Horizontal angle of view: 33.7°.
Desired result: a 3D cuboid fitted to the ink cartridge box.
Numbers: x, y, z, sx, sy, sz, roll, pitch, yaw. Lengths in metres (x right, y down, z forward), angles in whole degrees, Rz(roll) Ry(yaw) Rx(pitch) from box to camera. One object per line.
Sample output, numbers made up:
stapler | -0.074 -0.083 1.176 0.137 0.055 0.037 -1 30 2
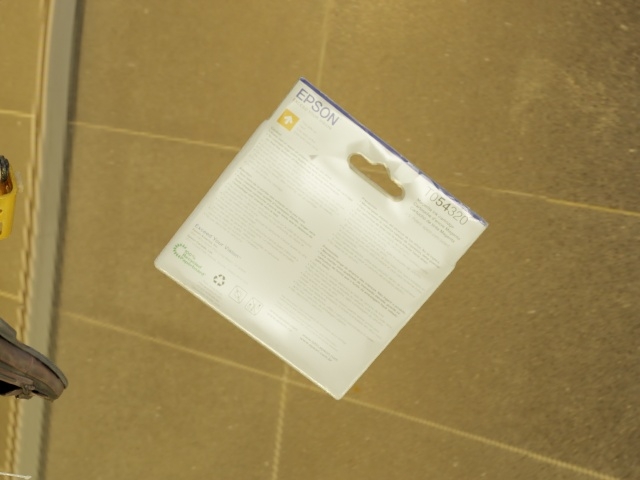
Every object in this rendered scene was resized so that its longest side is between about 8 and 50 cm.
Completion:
ink cartridge box | 0.000 0.000 1.440 0.324 0.071 0.330 38 101 -8

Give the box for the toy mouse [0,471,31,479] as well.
toy mouse | -0.416 0.229 1.135 0.143 0.161 0.031 45 141 35

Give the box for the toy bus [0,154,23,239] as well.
toy bus | -0.551 -0.089 1.758 0.202 0.104 0.190 16 110 62

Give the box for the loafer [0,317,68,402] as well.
loafer | -0.488 0.189 1.606 0.109 0.302 0.095 16 66 23
